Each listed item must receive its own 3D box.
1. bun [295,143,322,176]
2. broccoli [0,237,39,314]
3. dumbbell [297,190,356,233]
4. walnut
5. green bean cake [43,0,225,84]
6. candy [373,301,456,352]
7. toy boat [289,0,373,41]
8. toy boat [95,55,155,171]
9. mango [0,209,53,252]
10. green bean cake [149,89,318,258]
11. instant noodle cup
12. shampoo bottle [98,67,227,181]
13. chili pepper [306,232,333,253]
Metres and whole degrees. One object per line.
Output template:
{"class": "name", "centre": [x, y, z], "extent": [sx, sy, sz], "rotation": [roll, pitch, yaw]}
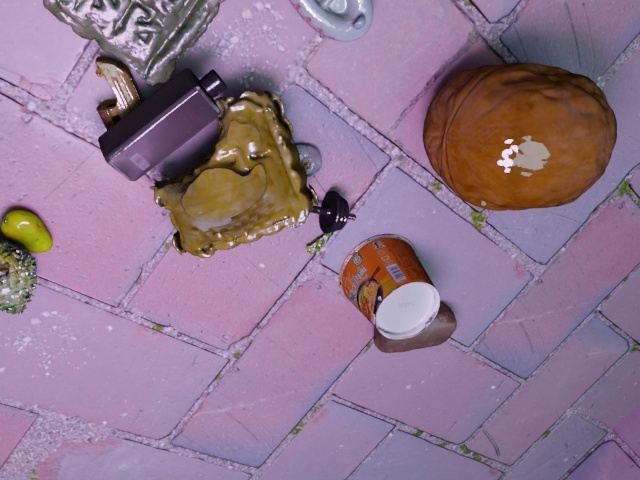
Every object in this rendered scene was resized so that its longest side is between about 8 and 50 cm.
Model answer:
{"class": "bun", "centre": [-0.036, -0.173, 1.247], "extent": [0.083, 0.045, 0.083], "rotation": [-8, 117, -17]}
{"class": "broccoli", "centre": [-0.636, 0.092, 1.073], "extent": [0.219, 0.194, 0.194], "rotation": [-31, 128, 25]}
{"class": "dumbbell", "centre": [-0.012, -0.070, 1.285], "extent": [0.208, 0.099, 0.099], "rotation": [10, 115, -25]}
{"class": "walnut", "centre": [0.412, -0.214, 1.203], "extent": [0.397, 0.354, 0.308], "rotation": [-3, 104, -27]}
{"class": "green bean cake", "centre": [-0.302, -0.421, 0.951], "extent": [0.255, 0.132, 0.241], "rotation": [34, 100, -33]}
{"class": "candy", "centre": [0.261, 0.238, 1.572], "extent": [0.233, 0.102, 0.104], "rotation": [-3, 120, -18]}
{"class": "toy boat", "centre": [0.021, -0.466, 1.077], "extent": [0.134, 0.079, 0.207], "rotation": [-46, 123, 6]}
{"class": "toy boat", "centre": [-0.368, -0.234, 1.071], "extent": [0.087, 0.068, 0.226], "rotation": [-19, 125, -1]}
{"class": "mango", "centre": [-0.579, -0.015, 1.126], "extent": [0.073, 0.056, 0.108], "rotation": [-33, 128, 7]}
{"class": "green bean cake", "centre": [-0.182, -0.125, 1.106], "extent": [0.309, 0.202, 0.285], "rotation": [-22, 100, 3]}
{"class": "instant noodle cup", "centre": [0.183, 0.126, 1.427], "extent": [0.230, 0.182, 0.230], "rotation": [-10, 122, -17]}
{"class": "shampoo bottle", "centre": [-0.275, -0.215, 1.016], "extent": [0.246, 0.079, 0.080], "rotation": [-36, 143, 5]}
{"class": "chili pepper", "centre": [0.002, 0.001, 1.376], "extent": [0.091, 0.030, 0.034], "rotation": [-44, 99, 5]}
